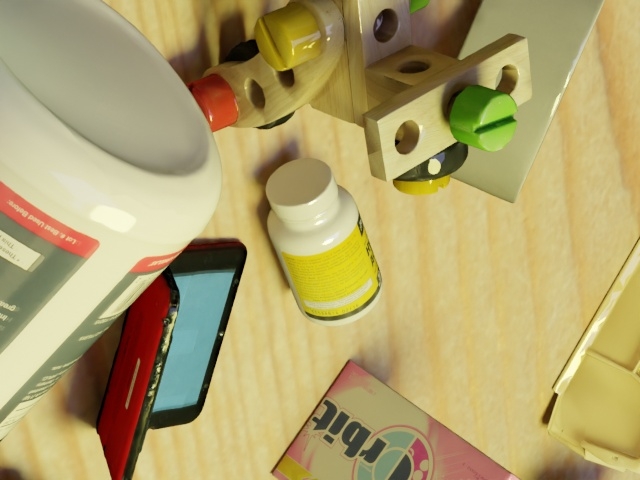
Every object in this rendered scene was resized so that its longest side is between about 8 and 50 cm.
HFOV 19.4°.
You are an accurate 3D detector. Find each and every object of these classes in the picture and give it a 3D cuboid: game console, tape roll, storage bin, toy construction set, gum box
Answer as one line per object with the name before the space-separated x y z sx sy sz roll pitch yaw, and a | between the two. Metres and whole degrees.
game console | -0.092 0.081 1.252 0.085 0.124 0.144 10 110 -19
tape roll | 0.142 -0.137 1.257 0.219 0.072 0.219 25 90 -85
storage bin | 0.361 0.107 1.677 0.262 0.123 0.260 24 97 -49
toy construction set | -0.009 -0.147 1.064 0.309 0.237 0.257 0 115 -44
gum box | 0.067 0.185 1.389 0.107 0.188 0.062 -55 140 -2

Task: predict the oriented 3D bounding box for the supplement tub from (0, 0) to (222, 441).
supplement tub | -0.199 0.004 0.961 0.272 0.191 0.191 -45 144 22

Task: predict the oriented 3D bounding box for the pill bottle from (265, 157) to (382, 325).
pill bottle | 0.000 0.000 1.299 0.065 0.065 0.116 -40 137 -18
